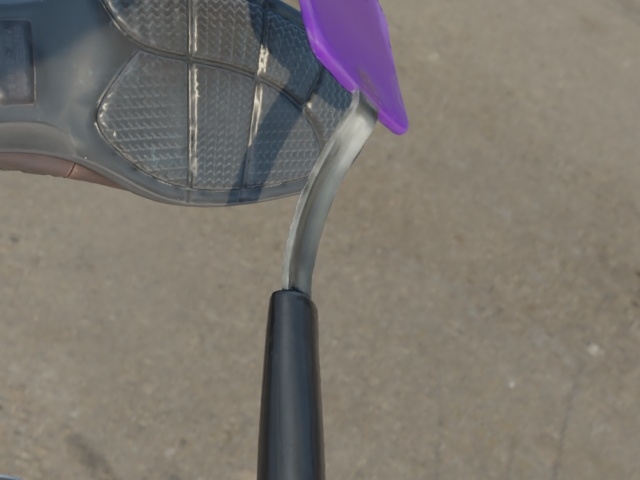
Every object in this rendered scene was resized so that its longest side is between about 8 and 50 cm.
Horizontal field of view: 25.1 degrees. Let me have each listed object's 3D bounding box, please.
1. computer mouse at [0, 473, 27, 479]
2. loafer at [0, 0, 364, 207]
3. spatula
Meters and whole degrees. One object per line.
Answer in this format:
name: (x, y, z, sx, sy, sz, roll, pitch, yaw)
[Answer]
computer mouse: (-0.148, 0.111, 0.468, 0.193, 0.042, 0.106, 20, 27, -52)
loafer: (-0.124, -0.076, 0.653, 0.303, 0.109, 0.095, 2, 7, -29)
spatula: (0.000, 0.000, 0.532, 0.084, 0.030, 0.296, 38, 51, -50)
